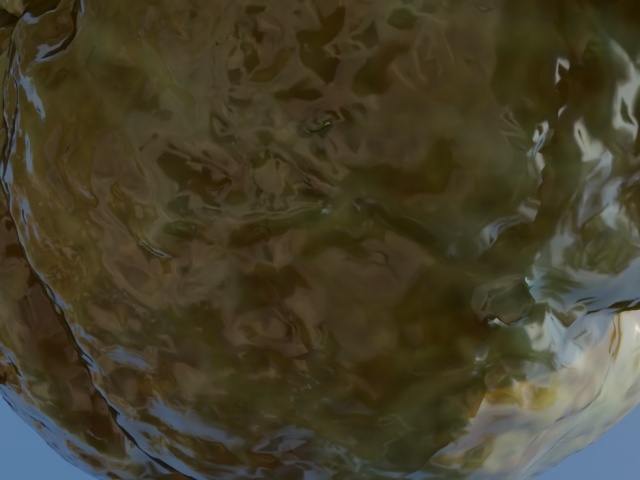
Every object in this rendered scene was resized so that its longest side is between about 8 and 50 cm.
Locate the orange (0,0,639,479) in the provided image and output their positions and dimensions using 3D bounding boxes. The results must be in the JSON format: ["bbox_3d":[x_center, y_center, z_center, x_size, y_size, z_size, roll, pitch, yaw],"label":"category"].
[{"bbox_3d":[0.000,0.000,0.480,0.368,0.271,0.210,-19,-112,46],"label":"orange"}]
